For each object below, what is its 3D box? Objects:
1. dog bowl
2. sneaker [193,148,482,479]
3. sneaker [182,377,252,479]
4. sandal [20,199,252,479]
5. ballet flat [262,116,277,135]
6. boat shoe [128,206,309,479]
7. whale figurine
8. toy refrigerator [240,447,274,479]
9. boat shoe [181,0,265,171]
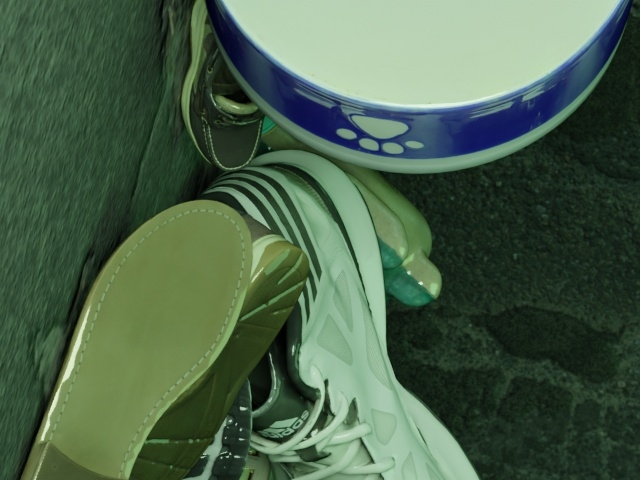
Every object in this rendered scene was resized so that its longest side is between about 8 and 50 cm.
[{"bbox_3d":[0.059,-0.180,1.167,0.104,0.264,0.265,86,19,-73],"label":"dog bowl"},{"bbox_3d":[-0.012,0.161,1.465,0.448,0.169,0.257,69,22,-1],"label":"sneaker"},{"bbox_3d":[-0.119,0.171,1.336,0.121,0.111,0.300,-114,-145,-66],"label":"sneaker"},{"bbox_3d":[-0.124,0.083,1.142,0.079,0.088,0.240,-17,-136,57],"label":"sandal"},{"bbox_3d":[-0.031,-0.183,1.326,0.073,0.080,0.232,-127,-132,-56],"label":"ballet flat"},{"bbox_3d":[-0.095,0.079,1.220,0.223,0.073,0.080,-54,147,9],"label":"boat shoe"},{"bbox_3d":[0.006,-0.005,1.705,0.141,0.216,0.272,-47,-174,1],"label":"whale figurine"},{"bbox_3d":[-0.082,0.162,1.656,0.094,0.102,0.270,97,9,-62],"label":"toy refrigerator"},{"bbox_3d":[-0.058,-0.097,1.273,0.152,0.056,0.049,89,-22,-45],"label":"boat shoe"}]
